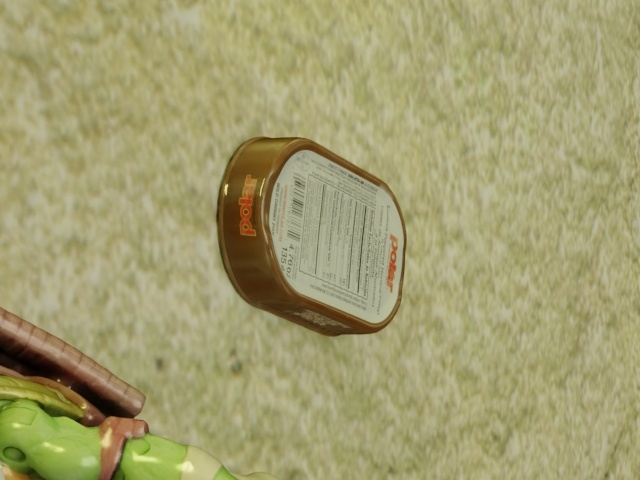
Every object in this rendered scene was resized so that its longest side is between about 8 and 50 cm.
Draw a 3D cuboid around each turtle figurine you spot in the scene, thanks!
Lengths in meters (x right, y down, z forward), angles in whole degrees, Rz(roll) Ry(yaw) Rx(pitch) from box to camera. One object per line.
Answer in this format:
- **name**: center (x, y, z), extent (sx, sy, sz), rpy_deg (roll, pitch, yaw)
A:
- **turtle figurine**: center (-0.110, 0.164, 0.855), extent (0.198, 0.275, 0.266), rpy_deg (-54, 151, 3)

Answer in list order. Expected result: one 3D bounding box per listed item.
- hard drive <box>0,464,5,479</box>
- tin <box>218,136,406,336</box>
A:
- **hard drive**: center (-0.182, 0.248, 0.675), extent (0.047, 0.233, 0.353), rpy_deg (-28, 112, -59)
- **tin**: center (0.000, 0.000, 1.212), extent (0.190, 0.040, 0.106), rpy_deg (25, 71, -58)
